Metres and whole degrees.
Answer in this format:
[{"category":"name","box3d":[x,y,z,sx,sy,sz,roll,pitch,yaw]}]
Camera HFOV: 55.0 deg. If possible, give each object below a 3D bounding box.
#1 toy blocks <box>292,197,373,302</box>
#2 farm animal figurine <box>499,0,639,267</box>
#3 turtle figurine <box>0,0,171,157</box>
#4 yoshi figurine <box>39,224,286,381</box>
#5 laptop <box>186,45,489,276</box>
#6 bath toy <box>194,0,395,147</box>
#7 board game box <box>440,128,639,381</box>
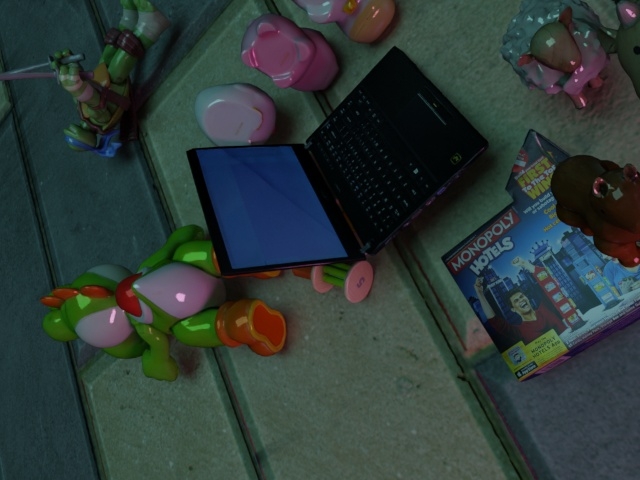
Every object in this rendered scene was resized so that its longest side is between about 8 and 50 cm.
[{"category":"toy blocks","box3d":[0.000,0.000,0.764,0.148,0.054,0.123,17,93,38]},{"category":"farm animal figurine","box3d":[0.278,-0.150,0.407,0.330,0.172,0.326,-28,43,34]},{"category":"turtle figurine","box3d":[-0.393,-0.299,1.006,0.275,0.198,0.266,35,86,-5]},{"category":"yoshi figurine","box3d":[-0.216,0.094,0.879,0.363,0.203,0.202,-8,118,23]},{"category":"laptop","box3d":[0.001,-0.101,0.681,0.264,0.137,0.234,-45,43,19]},{"category":"bath toy","box3d":[-0.026,-0.255,0.783,0.348,0.151,0.129,-48,19,25]},{"category":"board game box","box3d":[0.223,0.001,0.587,0.194,0.060,0.194,-41,59,26]}]
